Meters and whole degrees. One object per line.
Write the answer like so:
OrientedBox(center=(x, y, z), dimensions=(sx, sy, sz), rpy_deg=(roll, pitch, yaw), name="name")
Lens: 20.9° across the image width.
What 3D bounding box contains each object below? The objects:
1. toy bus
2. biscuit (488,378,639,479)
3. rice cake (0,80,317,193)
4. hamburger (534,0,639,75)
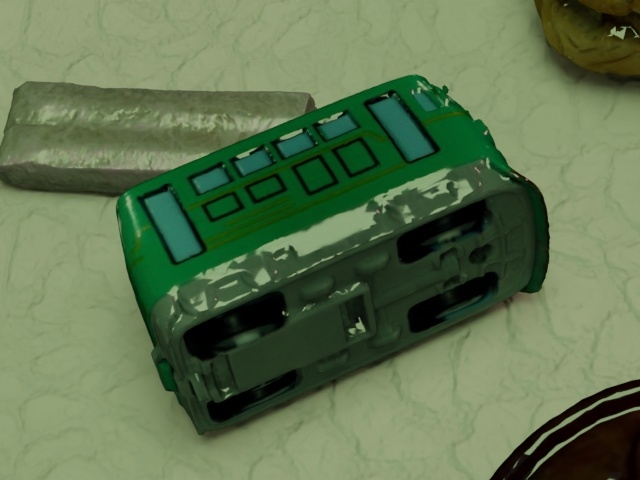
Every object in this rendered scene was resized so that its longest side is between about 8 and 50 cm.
OrientedBox(center=(0.000, 0.000, 1.471), dimensions=(0.343, 0.183, 0.199), rpy_deg=(-23, 53, -9), name="toy bus")
OrientedBox(center=(0.293, 0.275, 1.299), dimensions=(0.407, 0.091, 0.407), rpy_deg=(-5, 54, 6), name="biscuit")
OrientedBox(center=(-0.156, -0.094, 1.622), dimensions=(0.298, 0.050, 0.106), rpy_deg=(3, 58, 8), name="rice cake")
OrientedBox(center=(0.343, -0.290, 1.628), dimensions=(0.318, 0.158, 0.318), rpy_deg=(-3, 57, 5), name="hamburger")
